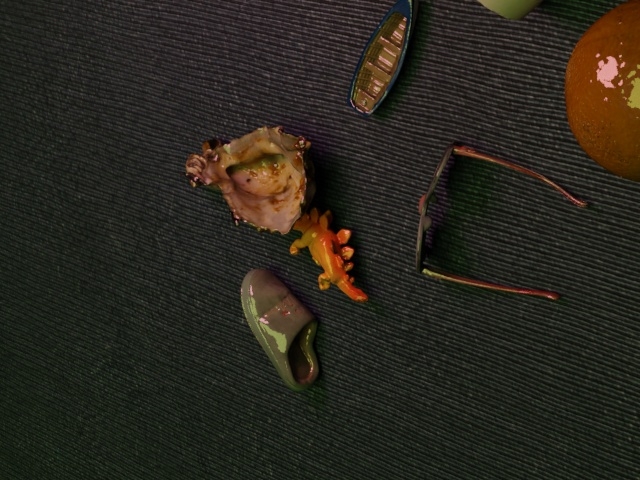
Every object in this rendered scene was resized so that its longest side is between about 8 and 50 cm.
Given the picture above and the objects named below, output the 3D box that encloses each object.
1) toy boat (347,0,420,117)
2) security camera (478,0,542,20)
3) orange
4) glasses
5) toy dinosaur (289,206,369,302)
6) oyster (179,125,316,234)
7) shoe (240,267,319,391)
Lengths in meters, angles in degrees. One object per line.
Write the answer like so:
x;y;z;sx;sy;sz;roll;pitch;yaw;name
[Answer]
0.114;-0.317;1.920;0.080;0.046;0.229;37;120;24;toy boat
0.308;-0.468;1.662;0.194;0.194;0.236;51;121;15;security camera
0.468;-0.207;1.561;0.274;0.274;0.274;9;107;34;orange
0.291;-0.024;1.875;0.268;0.118;0.234;17;110;10;glasses
0.000;0.000;2.064;0.288;0.070;0.117;49;130;23;toy dinosaur
-0.137;-0.113;2.084;0.337;0.133;0.198;12;77;38;oyster
-0.060;0.162;2.131;0.100;0.103;0.251;-23;93;38;shoe
